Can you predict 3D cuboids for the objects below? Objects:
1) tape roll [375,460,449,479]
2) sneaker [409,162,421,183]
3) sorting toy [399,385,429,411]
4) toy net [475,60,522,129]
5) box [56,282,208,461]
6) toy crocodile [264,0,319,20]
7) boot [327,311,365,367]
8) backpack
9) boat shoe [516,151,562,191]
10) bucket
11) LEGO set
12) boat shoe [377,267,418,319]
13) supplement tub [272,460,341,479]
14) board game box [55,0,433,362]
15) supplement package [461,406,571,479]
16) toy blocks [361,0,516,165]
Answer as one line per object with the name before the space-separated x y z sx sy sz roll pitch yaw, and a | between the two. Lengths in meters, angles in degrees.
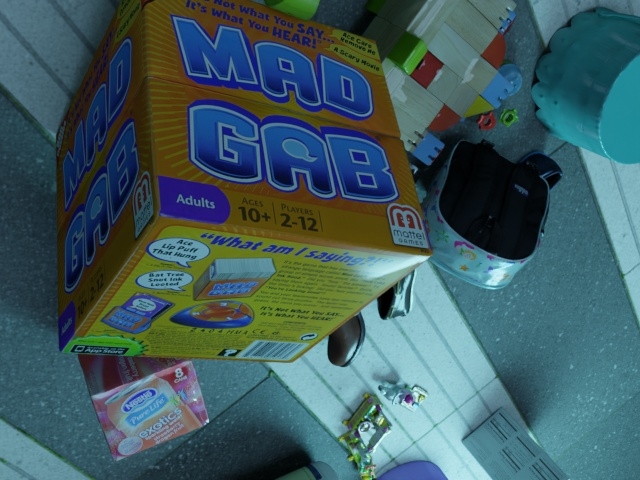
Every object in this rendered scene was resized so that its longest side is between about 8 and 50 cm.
tape roll | 0.220 0.696 1.980 0.275 0.090 0.274 -14 124 -21
sneaker | 0.093 -0.129 1.371 0.099 0.121 0.262 -51 161 7
sorting toy | 0.214 0.369 1.819 0.062 0.012 0.083 -48 130 7
toy net | 0.273 -0.266 1.434 0.232 0.045 0.122 -6 123 -24
box | -0.302 0.175 1.228 0.154 0.300 0.142 -18 126 -17
toy crocodile | -0.005 -0.444 1.045 0.115 0.105 0.340 28 69 -24
boot | -0.046 0.137 1.479 0.280 0.096 0.264 -4 121 -26
backpack | 0.289 -0.034 1.429 0.225 0.253 0.191 27 134 -3
boat shoe | 0.388 -0.066 1.590 0.109 0.089 0.258 23 107 -37
bucket | 0.569 -0.290 1.487 0.281 0.183 0.281 -14 125 -21
LEGO set | 0.121 0.462 1.766 0.132 0.107 0.287 2 118 -29
boat shoe | 0.146 0.068 1.548 0.069 0.081 0.227 -22 130 -20
supplement tub | -0.095 0.643 1.679 0.325 0.235 0.235 -18 126 -17
board game box | -0.129 -0.070 1.050 0.356 0.356 0.356 9 147 -32
supplement package | 0.518 0.594 1.964 0.145 0.262 0.204 -40 130 0
toy blocks | 0.199 -0.286 1.277 0.261 0.191 0.381 29 103 -36
